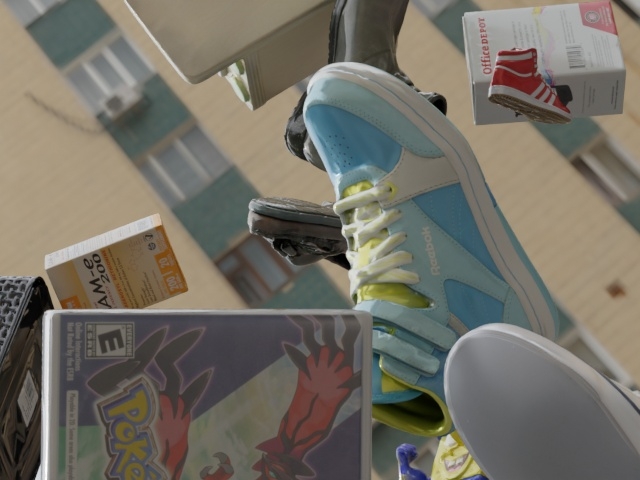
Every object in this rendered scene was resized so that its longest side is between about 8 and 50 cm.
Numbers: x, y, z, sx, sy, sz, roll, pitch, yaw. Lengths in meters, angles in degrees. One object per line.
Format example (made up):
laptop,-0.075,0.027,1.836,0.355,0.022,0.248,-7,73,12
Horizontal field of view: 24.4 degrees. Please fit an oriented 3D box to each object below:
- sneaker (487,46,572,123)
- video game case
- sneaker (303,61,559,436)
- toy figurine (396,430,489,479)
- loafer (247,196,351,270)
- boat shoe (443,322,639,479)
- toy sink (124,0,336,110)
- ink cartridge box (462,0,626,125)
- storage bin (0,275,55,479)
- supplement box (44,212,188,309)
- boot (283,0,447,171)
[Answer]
sneaker,0.229,-0.167,1.586,0.118,0.067,0.042,18,-16,-38
video game case,-0.058,0.137,0.792,0.183,0.201,0.023,1,-2,-24
sneaker,0.054,0.021,1.221,0.208,0.319,0.127,-43,11,-36
toy figurine,0.167,0.274,1.588,0.362,0.191,0.217,-29,29,47
loafer,0.000,0.000,1.720,0.267,0.096,0.084,1,-75,-61
boat shoe,0.183,0.138,0.842,0.095,0.258,0.084,-53,-13,28
toy sink,-0.075,-0.247,1.604,0.234,0.153,0.131,-33,-23,-12
ink cartridge box,0.258,-0.207,1.726,0.175,0.127,0.072,-4,-41,4
storage bin,-0.264,0.123,1.143,0.084,0.180,0.122,1,-47,10
supplement box,-0.162,0.027,1.179,0.098,0.036,0.062,-22,-69,-3
boot,0.073,-0.160,1.479,0.083,0.161,0.246,14,-78,-46
